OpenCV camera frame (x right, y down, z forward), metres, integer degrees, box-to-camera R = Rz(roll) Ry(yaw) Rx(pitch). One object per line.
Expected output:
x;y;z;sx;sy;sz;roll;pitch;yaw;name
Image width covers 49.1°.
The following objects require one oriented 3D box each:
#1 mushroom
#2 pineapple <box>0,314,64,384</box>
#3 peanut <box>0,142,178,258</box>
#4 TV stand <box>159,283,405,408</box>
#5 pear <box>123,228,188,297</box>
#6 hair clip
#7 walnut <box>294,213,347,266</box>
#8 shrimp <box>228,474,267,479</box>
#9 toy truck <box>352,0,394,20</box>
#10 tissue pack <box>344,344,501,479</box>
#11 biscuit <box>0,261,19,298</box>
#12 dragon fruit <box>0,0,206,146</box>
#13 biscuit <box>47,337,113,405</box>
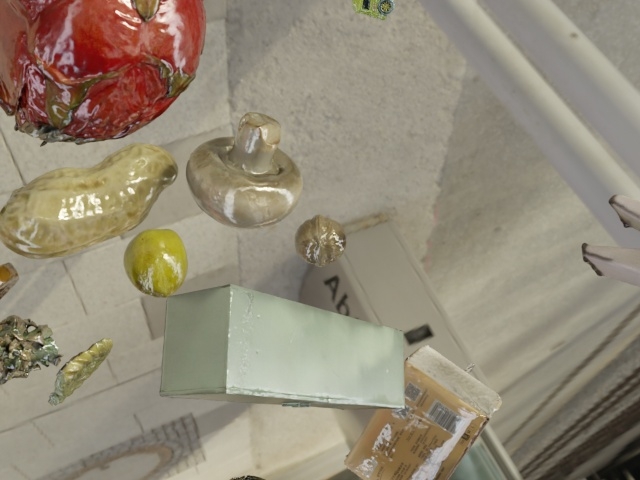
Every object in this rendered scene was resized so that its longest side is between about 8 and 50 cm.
-0.123;-0.125;1.196;0.204;0.204;0.204;-23;152;-13;mushroom
-0.695;0.224;1.503;0.262;0.262;0.272;-43;155;23;pineapple
-0.393;-0.072;1.212;0.325;0.153;0.140;-34;159;-29;peanut
-0.021;0.113;0.664;0.083;0.088;0.270;-13;158;36;TV stand
-0.382;0.053;1.627;0.149;0.162;0.149;-3;161;-1;pear
0.475;0.031;0.851;0.085;0.331;0.101;43;82;-32;hair clip
0.000;0.001;1.838;0.140;0.140;0.162;-33;-168;6;walnut
-0.132;0.561;1.443;0.117;0.262;0.066;-12;114;-18;shrimp
0.110;-0.571;1.482;0.116;0.085;0.191;9;117;1;toy truck
0.237;0.412;1.570;0.239;0.238;0.305;4;120;-48;tissue pack
-0.624;0.130;1.184;0.273;0.049;0.257;-34;-169;47;biscuit
-0.286;-0.281;0.900;0.278;0.278;0.342;4;98;-47;dragon fruit
-0.590;0.317;1.748;0.187;0.036;0.273;-46;179;-34;biscuit
